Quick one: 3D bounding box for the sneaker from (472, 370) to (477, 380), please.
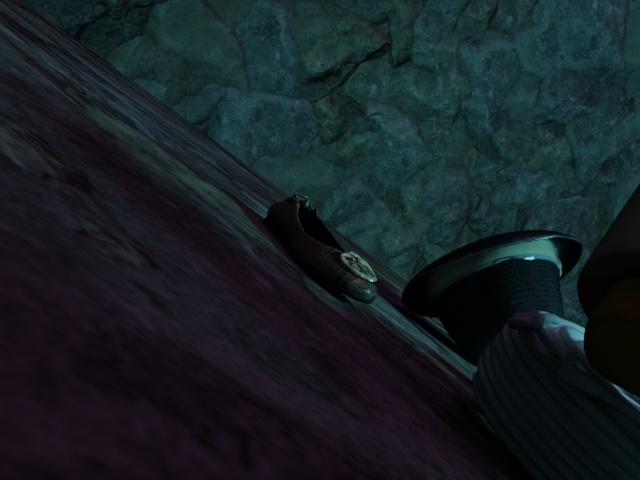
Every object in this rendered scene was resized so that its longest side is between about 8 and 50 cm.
[{"bbox_3d":[0.231,0.166,0.717,0.063,0.075,0.170,36,4,-17],"label":"sneaker"}]

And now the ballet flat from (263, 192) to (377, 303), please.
[{"bbox_3d":[0.000,0.000,0.740,0.084,0.058,0.250,34,4,-29],"label":"ballet flat"}]

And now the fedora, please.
[{"bbox_3d":[0.291,0.116,1.052,0.334,0.334,0.152,32,41,-56],"label":"fedora"}]

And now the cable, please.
[{"bbox_3d":[0.247,0.165,0.539,0.257,0.089,0.257,45,16,20],"label":"cable"}]

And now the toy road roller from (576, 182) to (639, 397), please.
[{"bbox_3d":[0.349,0.093,0.433,0.329,0.202,0.240,27,-31,32],"label":"toy road roller"}]
